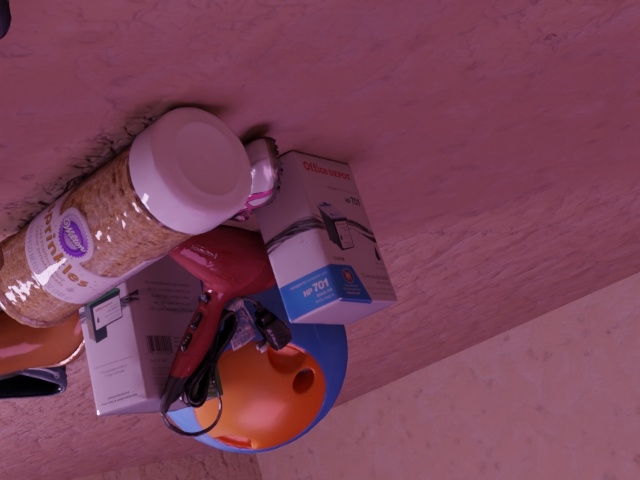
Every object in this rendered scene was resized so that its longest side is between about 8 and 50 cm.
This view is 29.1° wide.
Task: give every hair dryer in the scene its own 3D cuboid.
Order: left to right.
[{"bbox_3d":[-0.122,0.087,1.485,0.080,0.293,0.223,13,-134,35],"label":"hair dryer"}]

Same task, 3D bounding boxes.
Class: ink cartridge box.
[{"bbox_3d":[-0.223,0.105,1.581,0.092,0.219,0.160,-20,165,28],"label":"ink cartridge box"},{"bbox_3d":[0.000,0.000,1.482,0.082,0.191,0.139,-26,163,28],"label":"ink cartridge box"}]

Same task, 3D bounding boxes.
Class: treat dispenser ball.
[{"bbox_3d":[-0.104,0.160,1.770,0.288,0.288,0.288,-15,166,-4],"label":"treat dispenser ball"}]

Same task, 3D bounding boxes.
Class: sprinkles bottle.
[{"bbox_3d":[-0.223,-0.015,1.321,0.121,0.121,0.355,-2,160,-44],"label":"sprinkles bottle"}]

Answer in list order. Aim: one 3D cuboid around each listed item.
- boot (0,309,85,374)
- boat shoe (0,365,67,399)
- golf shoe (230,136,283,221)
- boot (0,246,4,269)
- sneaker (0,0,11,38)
[{"bbox_3d":[-0.454,0.132,1.646,0.283,0.109,0.220,-18,171,37],"label":"boot"},{"bbox_3d":[-0.519,0.202,1.828,0.319,0.099,0.116,-5,152,-41],"label":"boat shoe"},{"bbox_3d":[-0.102,-0.061,1.389,0.086,0.067,0.186,-7,163,-27],"label":"golf shoe"},{"bbox_3d":[-0.483,0.044,1.200,0.295,0.104,0.211,13,130,-41],"label":"boot"},{"bbox_3d":[-0.325,-0.137,0.753,0.300,0.121,0.111,-2,160,-44],"label":"sneaker"}]
